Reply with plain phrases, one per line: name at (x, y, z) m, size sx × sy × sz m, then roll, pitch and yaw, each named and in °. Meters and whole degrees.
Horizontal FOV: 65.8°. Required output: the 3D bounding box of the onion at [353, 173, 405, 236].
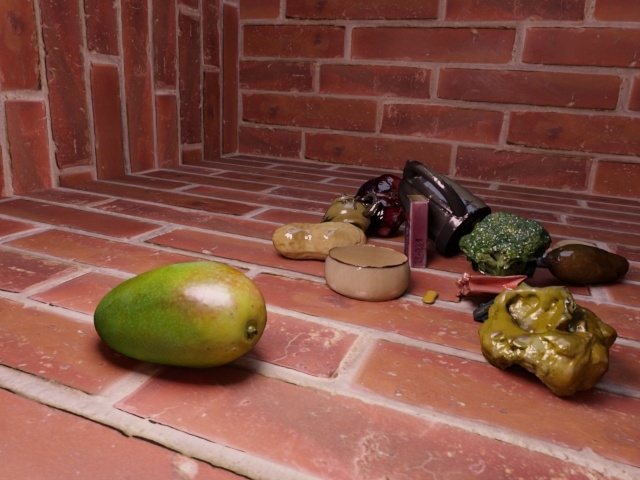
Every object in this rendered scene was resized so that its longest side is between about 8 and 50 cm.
onion at (0.247, -0.128, 1.965) m, size 0.280 × 0.221 × 0.281 m, roll -19°, pitch 40°, yaw 16°

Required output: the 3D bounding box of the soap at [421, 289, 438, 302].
soap at (0.305, 0.157, 1.375) m, size 0.034 × 0.012 × 0.089 m, roll 10°, pitch 18°, yaw 23°

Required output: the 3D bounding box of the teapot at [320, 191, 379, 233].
teapot at (0.104, -0.104, 1.845) m, size 0.173 × 0.269 × 0.183 m, roll 33°, pitch 36°, yaw -39°

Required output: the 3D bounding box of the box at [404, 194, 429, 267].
box at (0.317, -0.033, 1.637) m, size 0.068 × 0.224 × 0.120 m, roll -2°, pitch 15°, yaw 1°

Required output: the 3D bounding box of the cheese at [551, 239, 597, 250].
cheese at (0.923, 0.033, 1.802) m, size 0.163 × 0.071 × 0.249 m, roll 9°, pitch 18°, yaw 15°

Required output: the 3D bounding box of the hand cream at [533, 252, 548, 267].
hand cream at (0.742, 0.068, 1.707) m, size 0.255 × 0.055 × 0.088 m, roll 3°, pitch 11°, yaw 21°

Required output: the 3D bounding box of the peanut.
peanut at (0.000, 0.000, 1.620) m, size 0.318 × 0.148 × 0.147 m, roll 4°, pitch 17°, yaw -9°

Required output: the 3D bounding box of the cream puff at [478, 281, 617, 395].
cream puff at (0.467, 0.185, 1.026) m, size 0.281 × 0.185 × 0.282 m, roll 6°, pitch 16°, yaw -2°

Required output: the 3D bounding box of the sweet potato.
sweet potato at (0.870, 0.077, 1.575) m, size 0.422 × 0.131 × 0.130 m, roll 2°, pitch 16°, yaw -28°

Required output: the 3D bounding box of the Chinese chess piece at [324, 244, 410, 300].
Chinese chess piece at (0.135, 0.085, 1.426) m, size 0.249 × 0.103 × 0.250 m, roll 3°, pitch 16°, yaw -1°

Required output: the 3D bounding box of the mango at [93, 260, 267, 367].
mango at (-0.285, 0.146, 0.993) m, size 0.381 × 0.201 × 0.225 m, roll -2°, pitch 37°, yaw 20°

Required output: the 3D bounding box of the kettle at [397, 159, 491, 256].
kettle at (0.399, -0.145, 1.741) m, size 0.324 × 0.228 × 0.321 m, roll 47°, pitch -4°, yaw 31°

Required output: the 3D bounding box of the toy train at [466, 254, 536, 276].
toy train at (0.588, 0.065, 1.620) m, size 0.200 × 0.083 × 0.132 m, roll -5°, pitch 27°, yaw -10°

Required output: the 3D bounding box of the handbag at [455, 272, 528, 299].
handbag at (0.442, 0.122, 1.301) m, size 0.157 × 0.060 × 0.212 m, roll 3°, pitch -9°, yaw 6°

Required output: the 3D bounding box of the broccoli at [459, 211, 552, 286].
broccoli at (0.545, 0.033, 1.454) m, size 0.261 × 0.242 × 0.269 m, roll -4°, pitch 12°, yaw 5°

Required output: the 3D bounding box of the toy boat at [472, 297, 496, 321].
toy boat at (0.432, 0.167, 1.209) m, size 0.055 × 0.060 × 0.141 m, roll -3°, pitch -25°, yaw -20°
